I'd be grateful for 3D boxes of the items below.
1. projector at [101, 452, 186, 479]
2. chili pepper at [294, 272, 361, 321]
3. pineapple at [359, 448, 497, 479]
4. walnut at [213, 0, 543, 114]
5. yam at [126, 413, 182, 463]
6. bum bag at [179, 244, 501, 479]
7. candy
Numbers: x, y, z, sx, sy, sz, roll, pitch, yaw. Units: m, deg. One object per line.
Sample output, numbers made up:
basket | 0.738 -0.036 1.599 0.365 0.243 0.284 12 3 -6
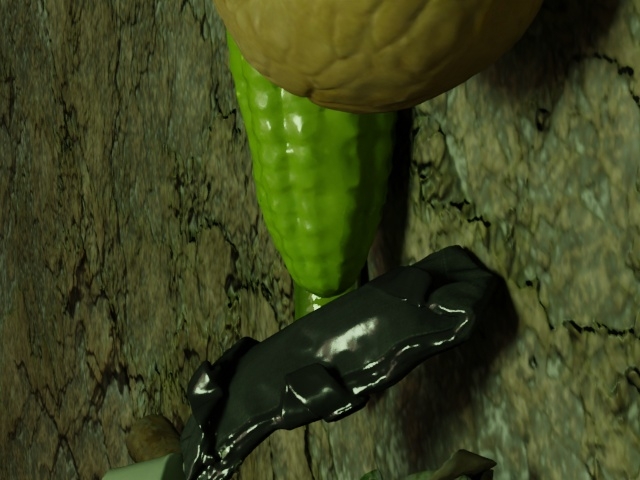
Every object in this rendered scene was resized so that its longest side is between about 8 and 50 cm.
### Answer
projector | -0.058 0.285 1.020 0.257 0.079 0.259 53 -147 -32
chili pepper | 0.000 0.000 1.150 0.052 0.050 0.201 -12 82 55
pineapple | 0.044 0.227 0.909 0.271 0.263 0.262 -82 5 -45
walnut | 0.027 -0.140 0.875 0.197 0.165 0.165 170 94 -68
yam | -0.078 0.213 1.433 0.045 0.045 0.327 -50 30 1
bum bag | 0.003 0.057 1.001 0.049 0.198 0.087 52 -159 -23
candy | -0.001 -0.070 1.073 0.097 0.097 0.209 -150 55 -67
